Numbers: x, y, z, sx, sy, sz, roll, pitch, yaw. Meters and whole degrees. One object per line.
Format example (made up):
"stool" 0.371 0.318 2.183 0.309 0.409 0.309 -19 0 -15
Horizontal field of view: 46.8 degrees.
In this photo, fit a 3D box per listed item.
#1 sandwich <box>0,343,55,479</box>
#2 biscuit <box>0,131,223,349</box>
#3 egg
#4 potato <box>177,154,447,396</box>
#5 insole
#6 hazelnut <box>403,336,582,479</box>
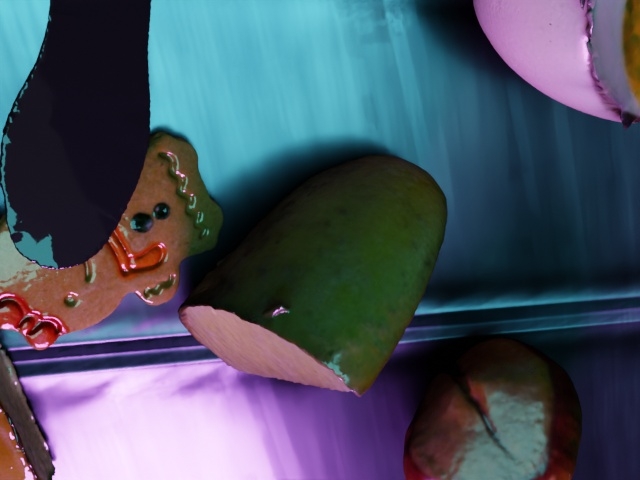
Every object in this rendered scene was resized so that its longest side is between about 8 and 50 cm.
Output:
"sandwich" -0.394 0.168 0.692 0.212 0.063 0.245 -16 110 -7
"biscuit" -0.194 -0.001 0.662 0.225 0.036 0.166 -30 115 -24
"egg" 0.256 -0.248 0.664 0.286 0.174 0.264 -23 122 -31
"potato" 0.000 0.000 0.695 0.112 0.269 0.255 48 65 -23
"insole" -0.194 -0.147 0.617 0.119 0.009 0.349 6 94 -30
"hazelnut" 0.186 0.215 0.810 0.212 0.181 0.181 -36 85 -2
